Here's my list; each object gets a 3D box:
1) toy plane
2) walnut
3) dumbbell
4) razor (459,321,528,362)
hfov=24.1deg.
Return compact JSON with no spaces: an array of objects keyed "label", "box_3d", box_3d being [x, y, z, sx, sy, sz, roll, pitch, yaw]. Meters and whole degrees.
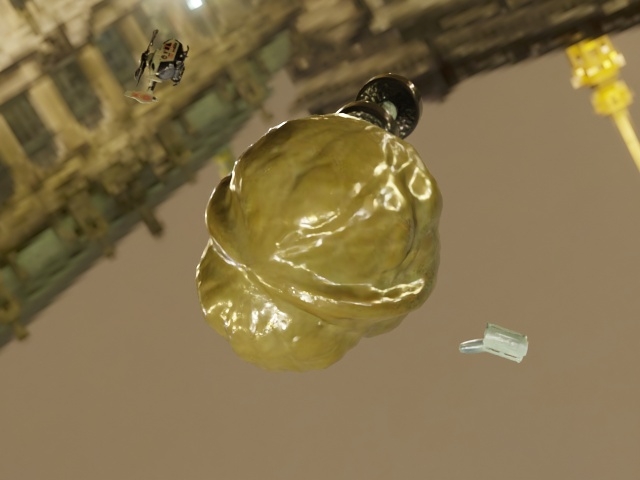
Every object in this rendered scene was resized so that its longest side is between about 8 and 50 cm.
[{"label":"toy plane","box_3d":[-0.171,-0.182,1.592,0.121,0.049,0.031,-77,-175,-46]},{"label":"walnut","box_3d":[-0.001,0.002,1.693,0.282,0.253,0.277,-38,170,35]},{"label":"dumbbell","box_3d":[0.078,-0.166,2.112,0.100,0.100,0.191,-22,-167,23]},{"label":"razor","box_3d":[0.228,0.145,2.095,0.135,0.068,0.040,-18,-126,68]}]
